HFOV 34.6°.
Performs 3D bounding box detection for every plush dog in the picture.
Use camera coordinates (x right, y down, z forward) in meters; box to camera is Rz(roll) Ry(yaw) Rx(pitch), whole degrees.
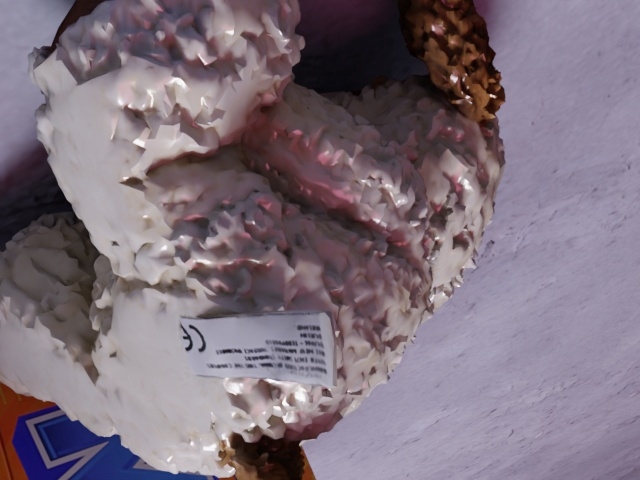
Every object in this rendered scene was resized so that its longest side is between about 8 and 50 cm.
[{"bbox_3d":[0.000,0.000,0.456,0.225,0.210,0.262,-34,163,-41],"label":"plush dog"}]

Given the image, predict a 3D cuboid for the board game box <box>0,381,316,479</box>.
[{"bbox_3d":[-0.196,0.305,0.605,0.356,0.357,0.356,-5,147,-35],"label":"board game box"}]
